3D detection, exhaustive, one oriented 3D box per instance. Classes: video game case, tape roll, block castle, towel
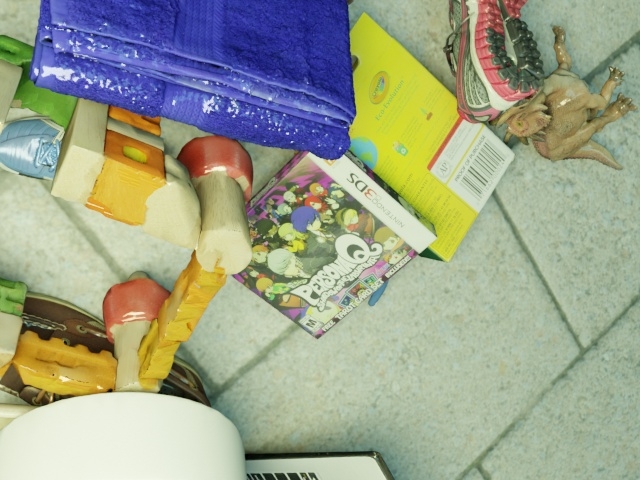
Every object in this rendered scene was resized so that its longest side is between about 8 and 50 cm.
[{"bbox_3d":[0.000,0.000,0.928,0.210,0.042,0.232,40,111,-22],"label":"video game case"},{"bbox_3d":[-0.220,0.282,0.769,0.286,0.100,0.286,-7,137,-6],"label":"tape roll"},{"bbox_3d":[-0.312,-0.033,0.684,0.453,0.213,0.303,20,120,-26],"label":"block castle"},{"bbox_3d":[-0.102,-0.211,0.670,0.308,0.076,0.228,11,65,-28],"label":"towel"}]

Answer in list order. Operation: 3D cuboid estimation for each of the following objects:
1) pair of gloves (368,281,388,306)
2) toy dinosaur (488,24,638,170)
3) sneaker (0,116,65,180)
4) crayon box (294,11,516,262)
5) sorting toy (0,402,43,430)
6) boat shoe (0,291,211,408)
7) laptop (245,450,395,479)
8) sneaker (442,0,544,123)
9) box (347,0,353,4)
[{"bbox_3d":[0.029,0.016,0.977,0.159,0.023,0.198,-41,116,20],"label":"pair of gloves"},{"bbox_3d":[0.363,-0.186,1.089,0.200,0.127,0.296,-45,130,-1],"label":"toy dinosaur"},{"bbox_3d":[-0.281,-0.102,0.831,0.211,0.081,0.080,5,96,-23],"label":"sneaker"},{"bbox_3d":[0.108,-0.139,0.998,0.318,0.081,0.202,38,80,-23],"label":"crayon box"},{"bbox_3d":[-0.303,0.252,0.813,0.193,0.208,0.038,12,46,-25],"label":"sorting toy"},{"bbox_3d":[-0.286,0.155,0.835,0.342,0.123,0.123,28,85,-24],"label":"boat shoe"},{"bbox_3d":[-0.050,0.505,0.927,0.382,0.408,0.236,61,39,-18],"label":"laptop"},{"bbox_3d":[0.219,-0.306,0.982,0.120,0.112,0.299,14,61,-23],"label":"sneaker"},{"bbox_3d":[-0.107,-0.293,0.838,0.203,0.167,0.168,-40,110,-15],"label":"box"}]
